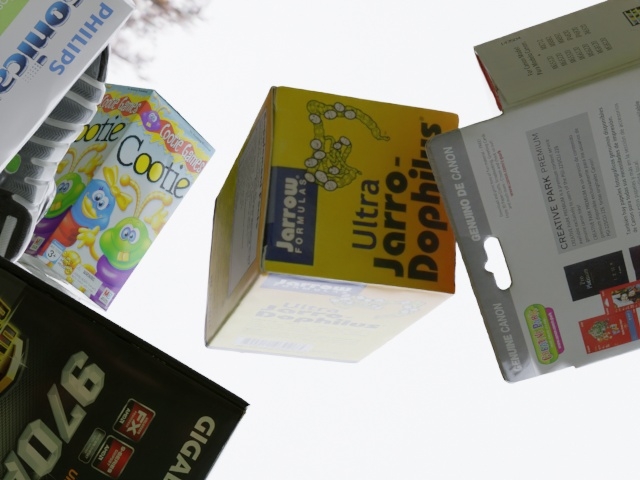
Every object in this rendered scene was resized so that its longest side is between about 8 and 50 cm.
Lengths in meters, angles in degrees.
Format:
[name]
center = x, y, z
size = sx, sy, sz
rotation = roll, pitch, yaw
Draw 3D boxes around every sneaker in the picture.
[sneaker]
center = -0.245, -0.091, 1.029
size = 0.086, 0.132, 0.228
rotation = 27, -85, -8

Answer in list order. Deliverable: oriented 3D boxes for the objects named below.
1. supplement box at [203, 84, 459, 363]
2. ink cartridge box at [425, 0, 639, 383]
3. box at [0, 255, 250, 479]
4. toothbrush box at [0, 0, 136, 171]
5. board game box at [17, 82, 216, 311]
[supplement box]
center = 0.000, 0.000, 1.307
size = 0.195, 0.356, 0.194
rotation = 7, -108, -12
[ink cartridge box]
center = 0.251, -0.046, 1.112
size = 0.272, 0.309, 0.130
rotation = -18, -146, 6
[box]
center = -0.166, 0.137, 0.623
size = 0.175, 0.051, 0.220
rotation = 31, -105, 0
[toothbrush box]
center = -0.293, -0.165, 0.740
size = 0.206, 0.283, 0.122
rotation = -48, -144, 10
[board game box]
center = -0.298, -0.064, 1.660
size = 0.144, 0.142, 0.275
rotation = 14, -114, 47
